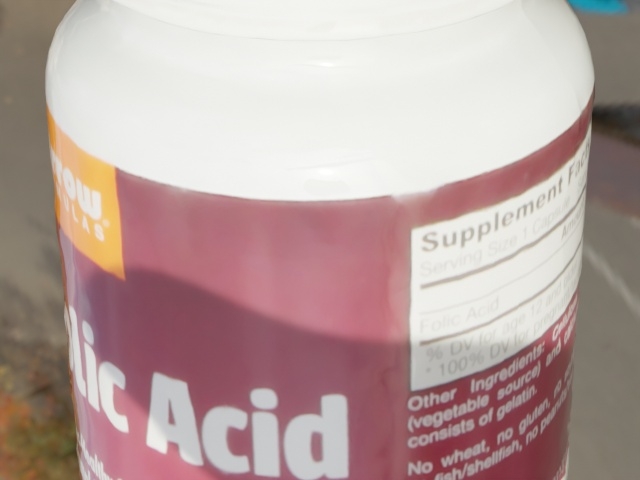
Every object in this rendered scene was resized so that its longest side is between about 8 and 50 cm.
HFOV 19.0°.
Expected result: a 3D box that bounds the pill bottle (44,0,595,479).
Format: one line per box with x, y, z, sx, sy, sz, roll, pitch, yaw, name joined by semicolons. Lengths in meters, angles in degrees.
0.000;0.000;0.812;0.224;0.224;0.392;38;137;48;pill bottle
